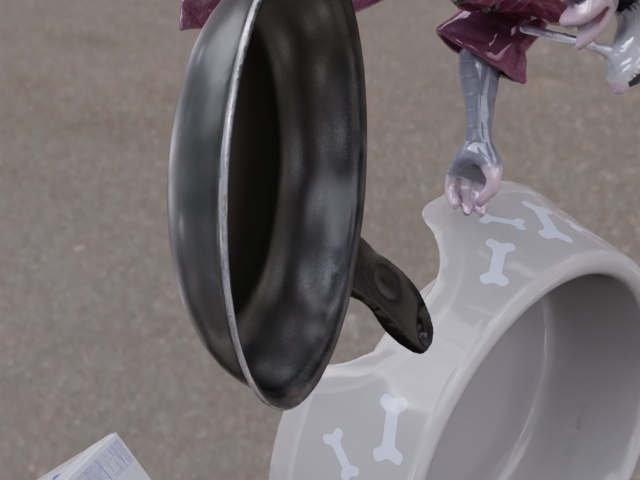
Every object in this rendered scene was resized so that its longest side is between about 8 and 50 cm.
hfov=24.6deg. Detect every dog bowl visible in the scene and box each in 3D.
[{"bbox_3d":[0.119,0.136,1.043,0.102,0.348,0.349,24,45,37],"label":"dog bowl"}]

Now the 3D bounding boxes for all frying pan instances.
[{"bbox_3d":[0.001,-0.030,0.687,0.053,0.197,0.326,4,3,16],"label":"frying pan"}]

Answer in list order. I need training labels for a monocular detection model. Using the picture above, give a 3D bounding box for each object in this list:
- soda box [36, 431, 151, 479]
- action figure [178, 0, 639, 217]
[{"bbox_3d":[-0.097,0.227,0.871,0.074,0.216,0.069,-33,5,29],"label":"soda box"},{"bbox_3d":[0.085,-0.191,0.881,0.370,0.248,0.275,12,63,-24],"label":"action figure"}]
